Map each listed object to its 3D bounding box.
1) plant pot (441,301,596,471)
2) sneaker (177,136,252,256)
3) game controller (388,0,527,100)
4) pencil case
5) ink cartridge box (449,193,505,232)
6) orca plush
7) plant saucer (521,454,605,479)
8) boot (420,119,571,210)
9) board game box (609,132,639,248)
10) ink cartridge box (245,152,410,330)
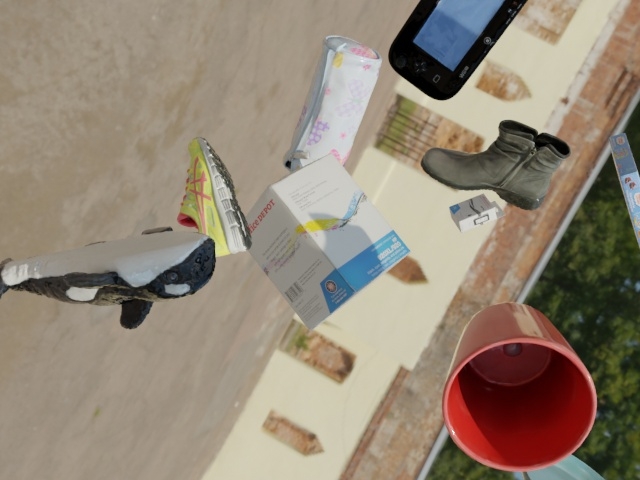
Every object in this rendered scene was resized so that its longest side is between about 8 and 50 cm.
[{"bbox_3d":[0.368,0.253,1.438,0.275,0.275,0.243,-64,180,22],"label":"plant pot"},{"bbox_3d":[-0.175,-0.063,1.118,0.094,0.208,0.081,-24,150,6],"label":"sneaker"},{"bbox_3d":[0.268,-0.425,1.447,0.319,0.166,0.067,-54,169,33],"label":"game controller"},{"bbox_3d":[0.017,-0.242,1.413,0.113,0.124,0.273,53,-50,45],"label":"pencil case"},{"bbox_3d":[0.270,-0.051,1.304,0.048,0.083,0.028,-113,-178,-51],"label":"ink cartridge box"},{"bbox_3d":[-0.239,0.062,0.830,0.151,0.287,0.102,-82,159,-73],"label":"orca plush"},{"bbox_3d":[0.542,0.552,1.578,0.044,0.317,0.317,-57,177,20],"label":"plant saucer"},{"bbox_3d":[0.312,-0.159,1.361,0.161,0.246,0.083,96,16,-51],"label":"boot"},{"bbox_3d":[0.646,-0.092,1.558,0.039,0.211,0.160,-17,-149,22],"label":"board game box"},{"bbox_3d":[0.000,0.000,1.345,0.168,0.233,0.171,-33,172,-40],"label":"ink cartridge box"}]
